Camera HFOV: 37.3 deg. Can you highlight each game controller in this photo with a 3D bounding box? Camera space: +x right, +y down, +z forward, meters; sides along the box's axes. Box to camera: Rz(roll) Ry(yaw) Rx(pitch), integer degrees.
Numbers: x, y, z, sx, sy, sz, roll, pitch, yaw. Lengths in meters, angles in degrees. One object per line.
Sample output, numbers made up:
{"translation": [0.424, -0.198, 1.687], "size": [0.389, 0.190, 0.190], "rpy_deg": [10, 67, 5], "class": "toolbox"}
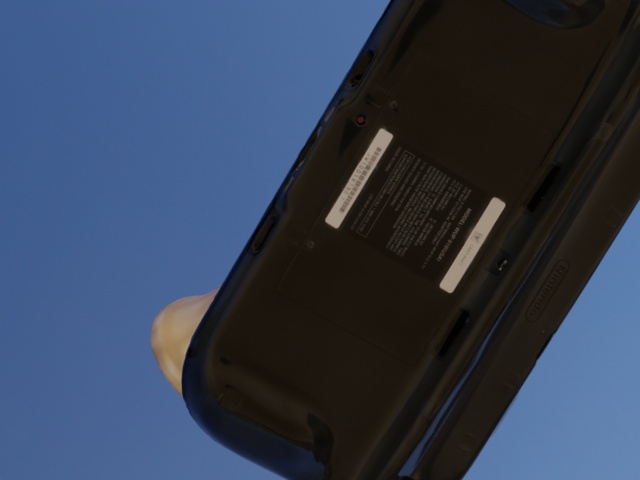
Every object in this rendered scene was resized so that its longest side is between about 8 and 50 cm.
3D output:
{"translation": [0.063, -0.007, 0.494], "size": [0.166, 0.319, 0.067], "rpy_deg": [31, -175, -5], "class": "game controller"}

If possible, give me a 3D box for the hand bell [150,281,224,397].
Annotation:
{"translation": [0.000, 0.000, 0.608], "size": [0.126, 0.242, 0.126], "rpy_deg": [27, -152, -16], "class": "hand bell"}
